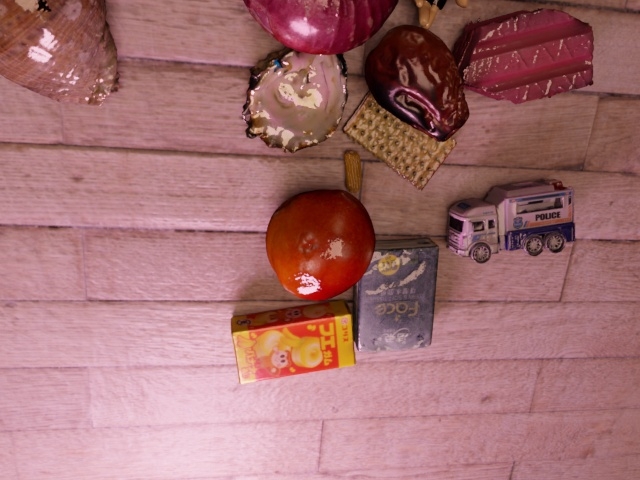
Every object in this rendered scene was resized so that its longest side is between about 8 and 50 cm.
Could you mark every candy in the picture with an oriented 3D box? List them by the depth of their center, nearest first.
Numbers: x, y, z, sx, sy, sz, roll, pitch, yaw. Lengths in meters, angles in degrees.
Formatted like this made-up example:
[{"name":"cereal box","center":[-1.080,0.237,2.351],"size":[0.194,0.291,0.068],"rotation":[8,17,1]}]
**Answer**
[{"name":"candy","center":[-0.062,0.233,1.324],"size":[0.276,0.088,0.146],"rotation":[-9,111,-6]}]

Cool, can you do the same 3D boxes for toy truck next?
[{"name":"toy truck","center":[0.421,-0.047,1.285],"size":[0.268,0.124,0.155],"rotation":[-8,105,-9]}]

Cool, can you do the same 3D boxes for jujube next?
[{"name":"jujube","center":[0.194,-0.300,1.111],"size":[0.168,0.168,0.236],"rotation":[-39,96,6]}]

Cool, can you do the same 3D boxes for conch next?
[{"name":"conch","center":[-0.491,-0.379,0.961],"size":[0.297,0.210,0.352],"rotation":[-16,111,12]}]

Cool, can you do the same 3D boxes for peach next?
[{"name":"peach","center":[0.000,0.000,1.185],"size":[0.200,0.243,0.243],"rotation":[4,118,-59]}]

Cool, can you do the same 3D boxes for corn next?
[{"name":"corn","center":[0.070,-0.147,1.229],"size":[0.037,0.037,0.092],"rotation":[-5,112,-8]}]

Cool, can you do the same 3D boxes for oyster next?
[{"name":"oyster","center":[-0.044,-0.302,1.126],"size":[0.198,0.092,0.259],"rotation":[12,117,-14]}]

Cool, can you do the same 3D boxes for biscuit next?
[{"name":"biscuit","center":[0.170,-0.222,1.228],"size":[0.232,0.016,0.139],"rotation":[32,102,-19]}]

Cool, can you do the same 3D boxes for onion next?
[{"name":"onion","center":[0.015,-0.438,0.978],"size":[0.231,0.272,0.256],"rotation":[36,104,-13]}]

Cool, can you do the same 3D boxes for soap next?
[{"name":"soap","center":[0.397,-0.371,1.159],"size":[0.290,0.112,0.182],"rotation":[-16,112,-4]}]

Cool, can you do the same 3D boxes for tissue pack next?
[{"name":"tissue pack","center":[0.170,0.125,1.327],"size":[0.186,0.081,0.256],"rotation":[-3,110,-8]}]

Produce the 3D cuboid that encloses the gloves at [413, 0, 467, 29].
[{"name":"gloves","center":[0.211,-0.505,1.075],"size":[0.165,0.124,0.203],"rotation":[15,125,0]}]
